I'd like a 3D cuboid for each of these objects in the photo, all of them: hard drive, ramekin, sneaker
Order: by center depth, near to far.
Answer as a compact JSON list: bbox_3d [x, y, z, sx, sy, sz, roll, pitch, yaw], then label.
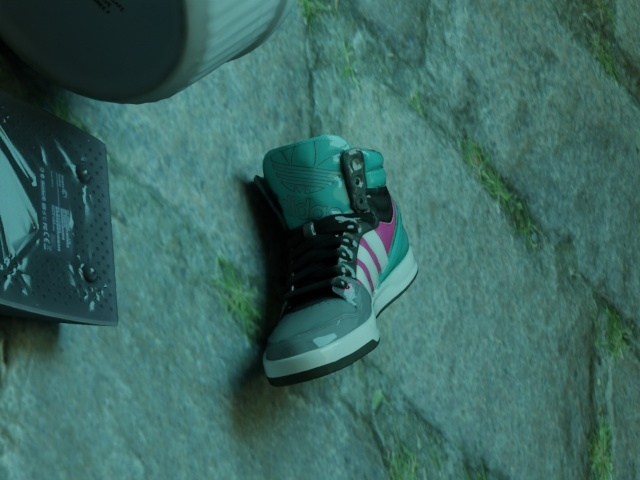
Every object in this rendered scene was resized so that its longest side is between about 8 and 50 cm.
[{"bbox_3d":[-0.250,-0.028,1.434,0.254,0.054,0.172,21,56,-53],"label":"hard drive"},{"bbox_3d":[-0.158,-0.227,1.500,0.127,0.273,0.273,-49,117,-41],"label":"ramekin"},{"bbox_3d":[0.000,0.000,1.754,0.178,0.124,0.295,69,22,-15],"label":"sneaker"}]
